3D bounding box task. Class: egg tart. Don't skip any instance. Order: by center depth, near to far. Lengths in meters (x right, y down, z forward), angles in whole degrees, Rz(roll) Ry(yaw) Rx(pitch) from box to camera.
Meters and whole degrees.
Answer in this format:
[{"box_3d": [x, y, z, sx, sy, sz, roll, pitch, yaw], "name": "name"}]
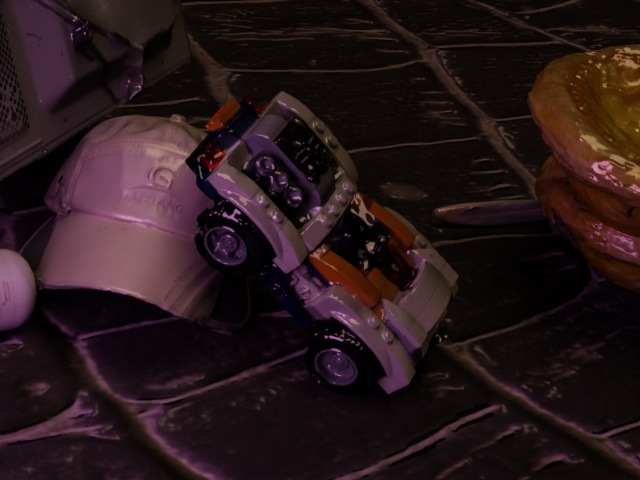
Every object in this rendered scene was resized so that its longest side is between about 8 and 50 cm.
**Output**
[{"box_3d": [0.355, -0.089, 1.560, 0.319, 0.128, 0.319, 9, 34, -6], "name": "egg tart"}, {"box_3d": [0.379, -0.017, 1.677, 0.295, 0.116, 0.295, 7, 34, -5], "name": "egg tart"}]

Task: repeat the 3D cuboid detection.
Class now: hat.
[{"box_3d": [-0.168, -0.019, 1.406, 0.232, 0.161, 0.275, 10, 32, 2], "name": "hat"}]

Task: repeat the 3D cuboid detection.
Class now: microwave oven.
[{"box_3d": [-0.365, -0.217, 1.468, 0.374, 0.236, 0.432, -2, 22, 26], "name": "microwave oven"}]

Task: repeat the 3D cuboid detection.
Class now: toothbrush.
[{"box_3d": [0.291, -0.039, 1.766, 0.375, 0.028, 0.037, -4, 28, -30], "name": "toothbrush"}]

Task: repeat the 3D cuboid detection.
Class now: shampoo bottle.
[{"box_3d": [-0.342, 0.055, 1.278, 0.192, 0.074, 0.074, -12, 38, -35], "name": "shampoo bottle"}]

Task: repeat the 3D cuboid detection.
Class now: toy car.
[{"box_3d": [0.001, -0.002, 1.373, 0.301, 0.118, 0.193, 51, 40, -13], "name": "toy car"}]
